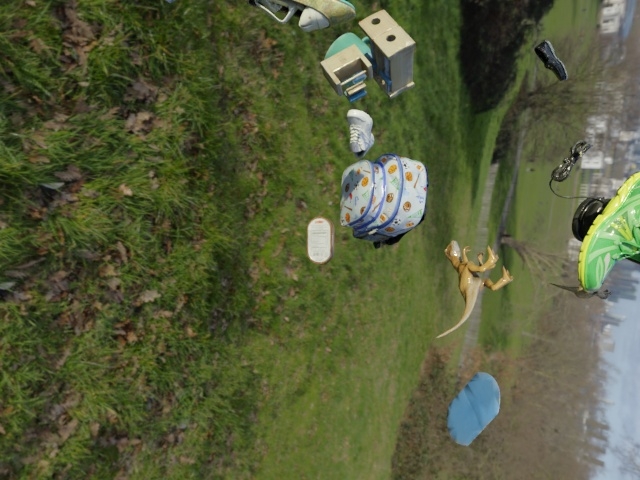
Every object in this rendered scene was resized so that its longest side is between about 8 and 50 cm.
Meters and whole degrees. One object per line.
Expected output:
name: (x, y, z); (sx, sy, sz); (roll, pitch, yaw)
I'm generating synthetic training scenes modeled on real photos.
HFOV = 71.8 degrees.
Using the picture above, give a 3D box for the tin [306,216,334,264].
tin: (0.000, 0.000, 1.726); (0.040, 0.106, 0.190); (11, 78, -78)

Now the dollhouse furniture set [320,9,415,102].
dollhouse furniture set: (0.095, -0.383, 0.977); (0.183, 0.129, 0.129); (-29, 154, -2)

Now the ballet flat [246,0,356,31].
ballet flat: (-0.069, -0.699, 1.334); (0.123, 0.348, 0.123); (23, 90, -85)

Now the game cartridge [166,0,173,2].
game cartridge: (-0.381, -0.618, 1.095); (0.056, 0.017, 0.083); (30, 40, -14)

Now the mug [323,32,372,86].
mug: (0.097, -0.519, 1.266); (0.158, 0.097, 0.129); (-47, 163, 19)

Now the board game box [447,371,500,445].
board game box: (0.356, 0.386, 1.001); (0.169, 0.033, 0.133); (-57, -169, 17)

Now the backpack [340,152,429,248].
backpack: (0.187, -0.134, 1.304); (0.213, 0.263, 0.276); (5, 77, -33)

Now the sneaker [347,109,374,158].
sneaker: (0.148, -0.399, 1.692); (0.115, 0.090, 0.232); (-68, 152, -20)

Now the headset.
headset: (0.762, -0.076, 1.123); (0.185, 0.394, 0.243); (-55, -178, -2)

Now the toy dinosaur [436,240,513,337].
toy dinosaur: (0.250, 0.074, 0.726); (0.064, 0.112, 0.211); (42, 34, -18)

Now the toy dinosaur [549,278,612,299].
toy dinosaur: (0.845, 0.159, 1.421); (0.092, 0.183, 0.053); (81, 26, -51)

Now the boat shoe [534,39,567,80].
boat shoe: (0.684, -0.527, 1.311); (0.133, 0.042, 0.049); (59, 8, 2)

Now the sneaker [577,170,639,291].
sneaker: (0.666, -0.014, 0.958); (0.109, 0.123, 0.295); (24, 99, -48)
